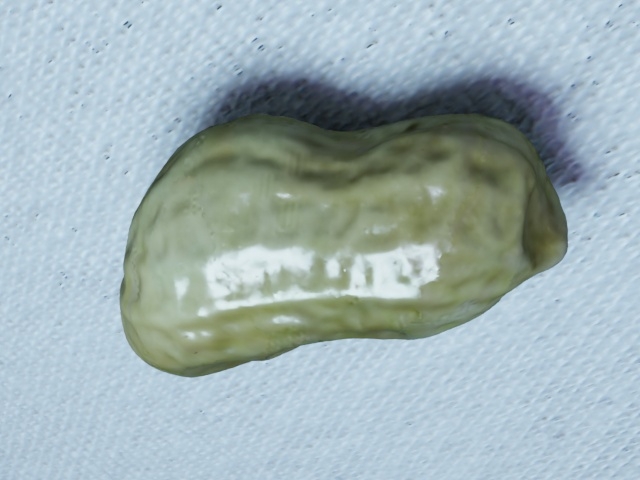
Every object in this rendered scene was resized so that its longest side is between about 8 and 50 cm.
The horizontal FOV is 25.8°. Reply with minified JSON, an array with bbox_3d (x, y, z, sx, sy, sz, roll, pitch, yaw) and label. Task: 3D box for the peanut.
[{"bbox_3d":[-0.007,-0.005,0.835,0.291,0.143,0.159,-13,138,28],"label":"peanut"}]
